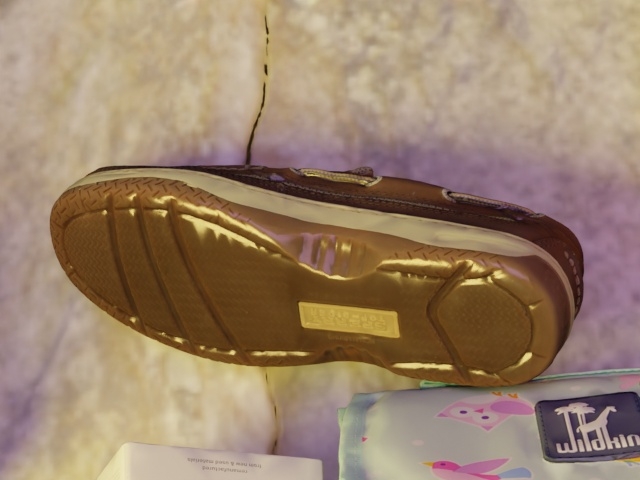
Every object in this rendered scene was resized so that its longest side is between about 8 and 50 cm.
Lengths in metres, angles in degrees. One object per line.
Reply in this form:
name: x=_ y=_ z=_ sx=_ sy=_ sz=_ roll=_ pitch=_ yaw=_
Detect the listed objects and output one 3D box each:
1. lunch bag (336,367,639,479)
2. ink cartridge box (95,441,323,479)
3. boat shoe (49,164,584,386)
lunch bag: x=0.120 y=0.160 z=0.629 sx=0.223 sy=0.160 sz=0.262 roll=-7 pitch=53 yaw=7
ink cartridge box: x=-0.052 y=0.169 z=0.650 sx=0.090 sy=0.092 sz=0.143 roll=8 pitch=60 yaw=-21
boat shoe: x=0.000 y=0.007 z=0.743 sx=0.257 sy=0.095 sz=0.095 roll=13 pitch=32 yaw=20
